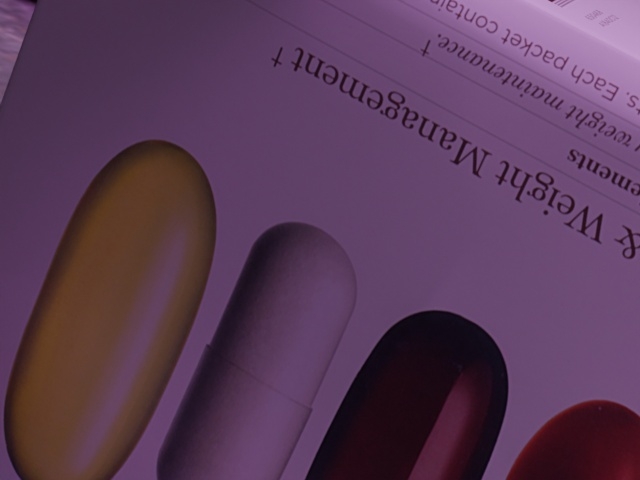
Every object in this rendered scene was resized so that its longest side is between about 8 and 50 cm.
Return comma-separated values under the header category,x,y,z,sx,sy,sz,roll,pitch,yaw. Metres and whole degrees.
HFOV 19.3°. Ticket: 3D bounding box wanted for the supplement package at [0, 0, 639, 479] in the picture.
category,x,y,z,sx,sy,sz,roll,pitch,yaw
supplement package,0.023,0.013,0.493,0.194,0.203,0.149,29,23,15
